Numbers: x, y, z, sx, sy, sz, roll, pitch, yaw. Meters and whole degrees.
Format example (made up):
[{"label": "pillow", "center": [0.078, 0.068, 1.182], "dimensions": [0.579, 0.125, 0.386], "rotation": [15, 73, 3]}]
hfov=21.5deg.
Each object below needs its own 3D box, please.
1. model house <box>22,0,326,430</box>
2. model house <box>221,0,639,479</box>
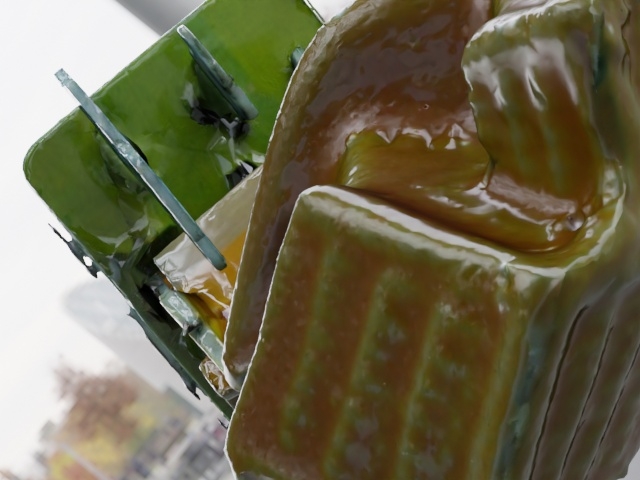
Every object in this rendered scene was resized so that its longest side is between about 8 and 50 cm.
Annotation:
[{"label": "model house", "center": [0.000, 0.000, 1.035], "dimensions": [0.242, 0.357, 0.313], "rotation": [-39, 10, -8]}, {"label": "model house", "center": [0.060, -0.006, 0.636], "dimensions": [0.239, 0.173, 0.268], "rotation": [-82, 5, -70]}]
